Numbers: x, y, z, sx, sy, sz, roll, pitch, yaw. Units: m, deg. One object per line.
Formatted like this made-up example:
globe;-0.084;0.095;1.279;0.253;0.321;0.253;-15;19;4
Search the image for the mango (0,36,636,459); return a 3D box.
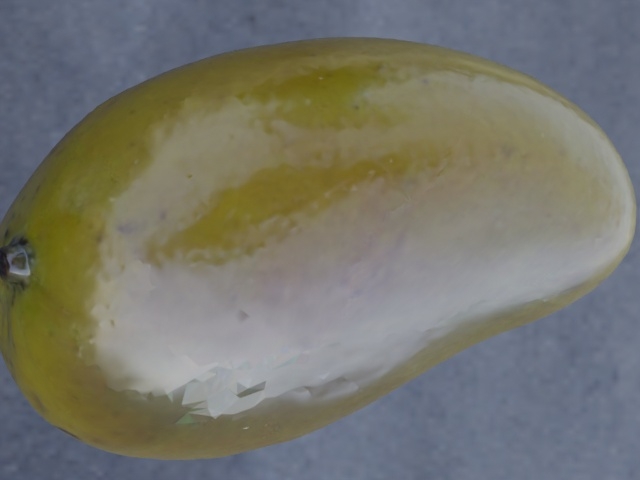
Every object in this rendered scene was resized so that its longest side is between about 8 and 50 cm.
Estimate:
mango;0.000;0.000;0.473;0.076;0.161;0.103;-117;-159;-48
